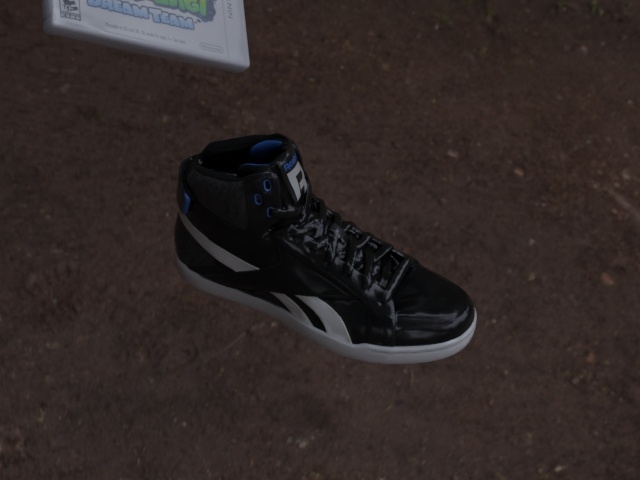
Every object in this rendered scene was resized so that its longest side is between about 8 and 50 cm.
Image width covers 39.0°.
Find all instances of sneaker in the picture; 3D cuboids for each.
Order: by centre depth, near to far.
[{"bbox_3d":[0.000,0.000,0.583,0.217,0.121,0.079,16,44,13],"label":"sneaker"}]

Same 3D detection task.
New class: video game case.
[{"bbox_3d":[-0.119,-0.196,0.618,0.157,0.019,0.143,3,77,-44],"label":"video game case"}]
